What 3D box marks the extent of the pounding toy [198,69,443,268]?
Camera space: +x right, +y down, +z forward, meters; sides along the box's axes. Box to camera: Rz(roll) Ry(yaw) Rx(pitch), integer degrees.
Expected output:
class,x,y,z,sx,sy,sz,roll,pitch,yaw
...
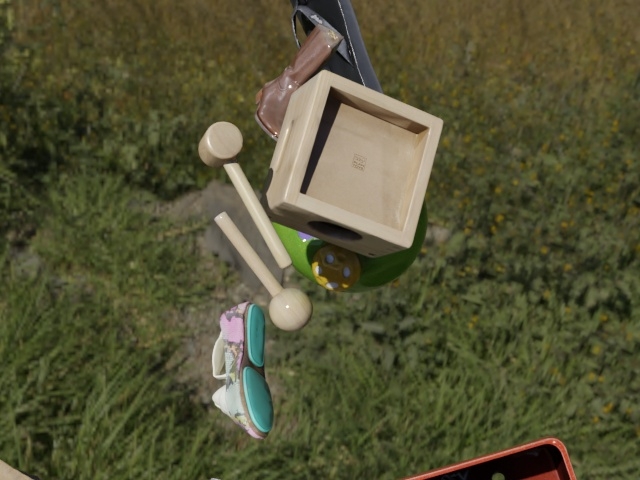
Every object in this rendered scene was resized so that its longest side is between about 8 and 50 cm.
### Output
class,x,y,z,sx,sy,sz,roll,pitch,yaw
pounding toy,-0.018,-0.053,0.901,0.206,0.094,0.181,20,76,-17

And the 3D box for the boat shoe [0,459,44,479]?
class,x,y,z,sx,sy,sz,roll,pitch,yaw
boat shoe,-0.178,0.193,0.607,0.285,0.092,0.103,2,50,18

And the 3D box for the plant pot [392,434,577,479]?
class,x,y,z,sx,sy,sz,roll,pitch,yaw
plant pot,0.251,0.407,1.361,0.267,0.267,0.235,-20,-4,16

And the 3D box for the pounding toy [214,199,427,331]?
class,x,y,z,sx,sy,sz,roll,pitch,yaw
pounding toy,0.000,0.000,1.112,0.183,0.236,0.110,56,22,-7

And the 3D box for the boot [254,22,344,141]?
class,x,y,z,sx,sy,sz,roll,pitch,yaw
boot,-0.018,-0.161,1.010,0.037,0.114,0.106,33,24,-35

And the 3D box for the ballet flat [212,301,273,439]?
class,x,y,z,sx,sy,sz,roll,pitch,yaw
ballet flat,-0.110,0.183,1.354,0.079,0.077,0.222,-25,46,19

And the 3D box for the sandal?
class,x,y,z,sx,sy,sz,roll,pitch,yaw
sandal,0.013,-0.242,1.260,0.054,0.097,0.255,-16,73,-29

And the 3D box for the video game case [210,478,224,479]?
class,x,y,z,sx,sy,sz,roll,pitch,yaw
video game case,-0.075,0.390,1.042,0.041,0.210,0.232,2,66,41
